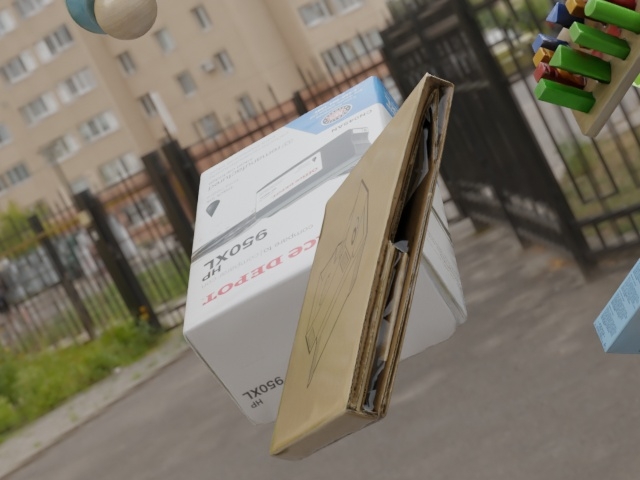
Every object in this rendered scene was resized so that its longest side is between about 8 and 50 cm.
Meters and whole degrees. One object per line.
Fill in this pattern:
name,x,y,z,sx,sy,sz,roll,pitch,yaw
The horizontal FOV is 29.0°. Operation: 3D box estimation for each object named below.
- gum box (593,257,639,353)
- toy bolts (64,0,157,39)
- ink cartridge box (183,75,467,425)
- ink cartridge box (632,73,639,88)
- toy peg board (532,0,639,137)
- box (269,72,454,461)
gum box,0.365,0.037,1.145,0.157,0.041,0.184,4,-43,-19
toy bolts,-0.194,-0.307,1.177,0.218,0.228,0.158,14,20,-37
ink cartridge box,0.000,0.000,1.515,0.285,0.166,0.395,-28,27,14
ink cartridge box,0.520,-0.254,1.605,0.255,0.189,0.097,-52,-16,-53
toy peg board,0.283,-0.227,1.340,0.160,0.079,0.161,-101,32,-48
box,0.017,0.025,0.643,0.021,0.164,0.201,15,-18,-7
